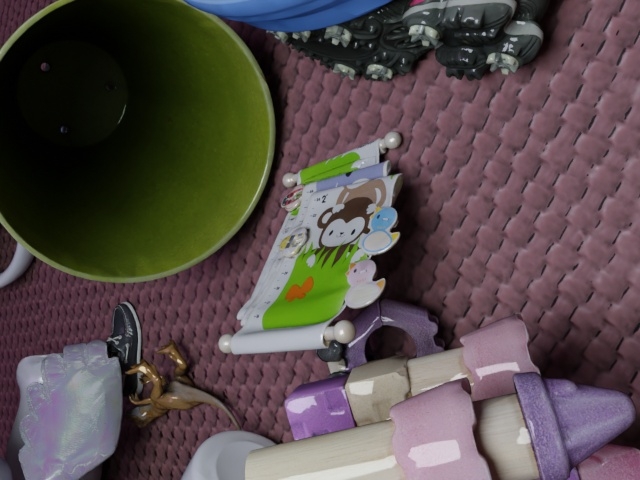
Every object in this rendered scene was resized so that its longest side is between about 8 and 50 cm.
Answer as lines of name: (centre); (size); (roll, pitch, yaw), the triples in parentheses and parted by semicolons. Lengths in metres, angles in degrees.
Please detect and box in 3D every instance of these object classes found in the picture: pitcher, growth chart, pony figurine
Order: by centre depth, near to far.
growth chart: (0.000, 0.000, 0.588); (0.172, 0.021, 0.237); (-21, 36, 38)
pony figurine: (-0.375, 0.283, 0.766); (0.303, 0.363, 0.351); (-27, 62, 8)
pitcher: (-0.386, 0.288, 1.005); (0.177, 0.126, 0.207); (123, 136, -55)

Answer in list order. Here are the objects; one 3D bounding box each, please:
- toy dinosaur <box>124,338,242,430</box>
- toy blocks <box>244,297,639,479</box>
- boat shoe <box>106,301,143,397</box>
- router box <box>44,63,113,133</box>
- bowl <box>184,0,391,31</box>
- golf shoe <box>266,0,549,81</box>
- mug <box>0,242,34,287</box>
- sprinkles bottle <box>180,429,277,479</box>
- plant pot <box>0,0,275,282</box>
toy dinosaur: (-0.165, 0.180, 0.832); (0.212, 0.064, 0.112); (-16, 109, 44)
toy blocks: (0.138, 0.181, 0.463); (0.260, 0.309, 0.288); (-16, 94, 10)
boat shoe: (-0.263, 0.145, 0.921); (0.046, 0.038, 0.125); (-3, 90, 44)
router box: (-0.339, -0.171, 0.967); (0.133, 0.046, 0.178); (27, 111, 39)
bowl: (0.015, -0.341, 0.534); (0.391, 0.077, 0.391); (-14, 67, 35)
golf shoe: (0.063, -0.200, 0.571); (0.273, 0.105, 0.120); (13, 81, 40)
mug: (-0.617, -0.069, 1.115); (0.374, 0.276, 0.328); (33, 110, 4)
sprinkles bottle: (-0.143, 0.366, 0.765); (0.121, 0.121, 0.355); (47, 122, 31)
plant pot: (-0.234, -0.134, 0.755); (0.293, 0.275, 0.274); (34, 116, 55)
